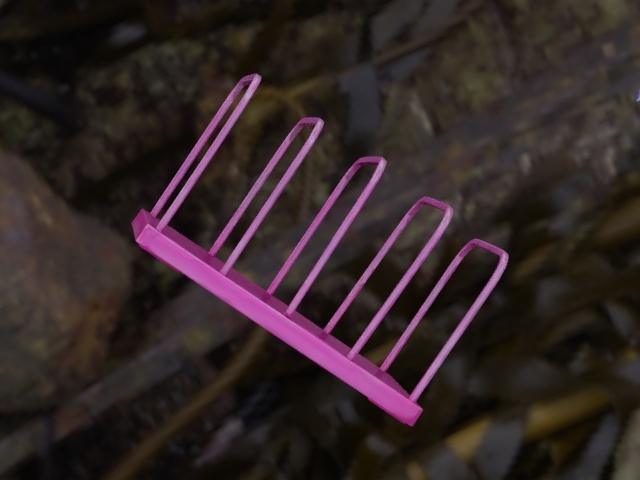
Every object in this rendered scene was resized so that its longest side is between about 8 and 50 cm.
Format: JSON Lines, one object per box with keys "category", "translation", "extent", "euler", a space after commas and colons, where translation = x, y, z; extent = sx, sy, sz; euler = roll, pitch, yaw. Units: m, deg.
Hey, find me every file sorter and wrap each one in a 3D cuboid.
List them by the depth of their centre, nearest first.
{"category": "file sorter", "translation": [0.000, 0.000, 1.813], "extent": [0.182, 0.290, 0.202], "euler": [-56, 8, 0]}

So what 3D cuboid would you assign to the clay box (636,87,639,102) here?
{"category": "clay box", "translation": [0.335, -0.208, 1.581], "extent": [0.127, 0.053, 0.222], "euler": [0, 73, 53]}
